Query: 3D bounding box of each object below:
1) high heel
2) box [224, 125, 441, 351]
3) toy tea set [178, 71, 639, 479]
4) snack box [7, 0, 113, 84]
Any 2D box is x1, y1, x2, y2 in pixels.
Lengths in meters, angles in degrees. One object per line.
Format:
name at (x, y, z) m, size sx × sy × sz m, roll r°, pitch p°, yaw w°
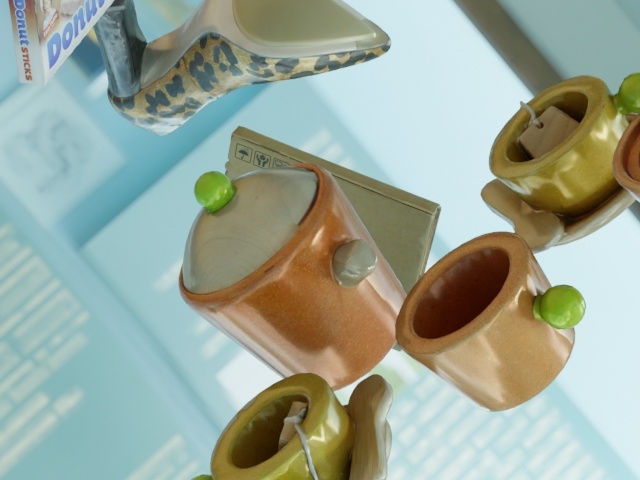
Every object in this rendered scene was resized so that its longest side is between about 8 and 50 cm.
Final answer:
high heel at (-0.061, -0.142, 1.677) m, size 0.186 × 0.261 × 0.093 m, roll 78°, pitch 24°, yaw -56°
box at (0.000, 0.000, 1.810) m, size 0.021 × 0.201 × 0.164 m, roll -52°, pitch 159°, yaw -49°
toy tea set at (0.055, -0.011, 0.915) m, size 0.336 × 0.124 × 0.200 m, roll -34°, pitch -154°, yaw 17°
snack box at (-0.159, -0.171, 1.302) m, size 0.022 × 0.064 × 0.178 m, roll 7°, pitch -146°, yaw 14°
